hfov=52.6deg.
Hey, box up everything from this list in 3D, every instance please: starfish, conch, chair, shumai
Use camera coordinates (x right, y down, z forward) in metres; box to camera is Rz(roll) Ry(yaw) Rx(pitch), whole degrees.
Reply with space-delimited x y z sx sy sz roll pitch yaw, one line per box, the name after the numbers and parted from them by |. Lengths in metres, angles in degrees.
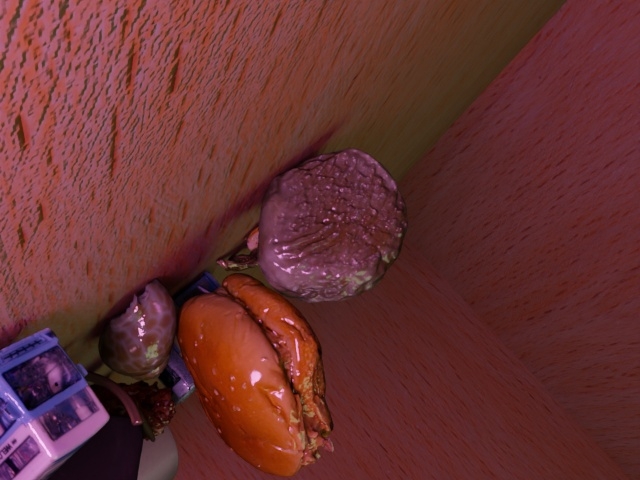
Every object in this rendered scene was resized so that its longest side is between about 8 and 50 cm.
-0.131 0.030 1.266 0.150 0.053 0.210 -20 176 33 | starfish
-0.257 0.139 0.935 0.173 0.106 0.116 -58 -169 17 | conch
-0.339 0.311 0.915 0.272 0.188 0.166 102 -9 -54 | chair
0.000 0.000 1.032 0.260 0.225 0.222 -60 -177 -31 | shumai

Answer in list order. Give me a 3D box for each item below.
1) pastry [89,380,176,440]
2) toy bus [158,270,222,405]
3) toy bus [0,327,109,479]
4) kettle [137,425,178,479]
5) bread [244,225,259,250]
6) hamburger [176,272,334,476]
-0.355 0.301 1.128 0.115 0.208 0.097 -96 -174 -47 | pastry
-0.250 0.201 1.266 0.190 0.152 0.312 -40 175 -24 | toy bus
-0.355 0.227 0.665 0.297 0.131 0.106 -42 177 21 | toy bus
-0.535 0.486 1.276 0.361 0.250 0.377 -10 -167 34 | kettle
-0.090 -0.018 1.228 0.072 0.053 0.106 -18 -174 30 | bread
-0.098 0.205 0.980 0.170 0.290 0.314 -29 -152 -23 | hamburger
